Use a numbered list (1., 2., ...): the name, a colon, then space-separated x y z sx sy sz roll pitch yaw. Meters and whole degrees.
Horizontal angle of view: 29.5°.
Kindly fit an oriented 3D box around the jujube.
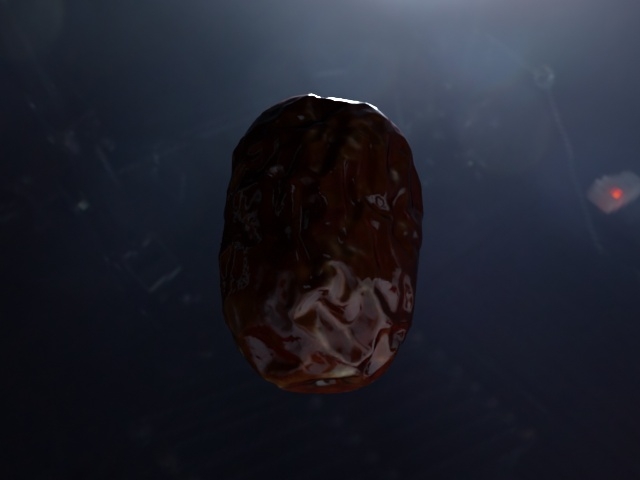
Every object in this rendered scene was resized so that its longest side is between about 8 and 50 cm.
1. jujube: 0.000 0.000 1.009 0.174 0.174 0.250 35 -128 -61
